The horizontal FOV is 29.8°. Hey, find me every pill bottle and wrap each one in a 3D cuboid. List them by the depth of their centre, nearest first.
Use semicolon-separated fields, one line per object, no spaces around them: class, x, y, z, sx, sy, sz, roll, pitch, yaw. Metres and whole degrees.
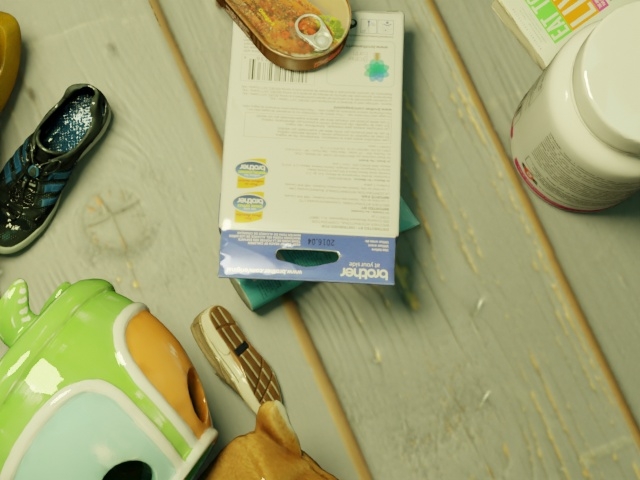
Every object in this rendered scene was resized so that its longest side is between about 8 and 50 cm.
pill bottle;0.290;-0.127;1.189;0.160;0.283;0.160;0;82;-2

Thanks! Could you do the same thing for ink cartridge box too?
ink cartridge box;-0.008;-0.097;1.262;0.185;0.065;0.311;3;68;-1

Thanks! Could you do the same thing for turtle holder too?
turtle holder;-0.245;0.204;1.140;0.227;0.243;0.320;34;70;4

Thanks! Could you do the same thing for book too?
book;0.278;-0.268;1.340;0.144;0.035;0.096;-36;88;-8

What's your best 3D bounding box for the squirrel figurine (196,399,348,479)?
squirrel figurine;0.021;0.313;1.071;0.370;0.397;0.281;42;92;17

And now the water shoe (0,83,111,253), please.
water shoe;-0.298;-0.081;1.267;0.073;0.080;0.203;30;82;3

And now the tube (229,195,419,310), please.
tube;0.000;0.000;1.283;0.207;0.052;0.080;-31;88;-11

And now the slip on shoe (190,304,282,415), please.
slip on shoe;-0.090;0.133;1.264;0.041;0.051;0.135;-33;92;34

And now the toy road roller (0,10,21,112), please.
toy road roller;-0.418;-0.121;1.227;0.202;0.240;0.330;13;118;13

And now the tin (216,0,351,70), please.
tin;-0.046;-0.260;1.271;0.106;0.040;0.190;-36;74;-10
